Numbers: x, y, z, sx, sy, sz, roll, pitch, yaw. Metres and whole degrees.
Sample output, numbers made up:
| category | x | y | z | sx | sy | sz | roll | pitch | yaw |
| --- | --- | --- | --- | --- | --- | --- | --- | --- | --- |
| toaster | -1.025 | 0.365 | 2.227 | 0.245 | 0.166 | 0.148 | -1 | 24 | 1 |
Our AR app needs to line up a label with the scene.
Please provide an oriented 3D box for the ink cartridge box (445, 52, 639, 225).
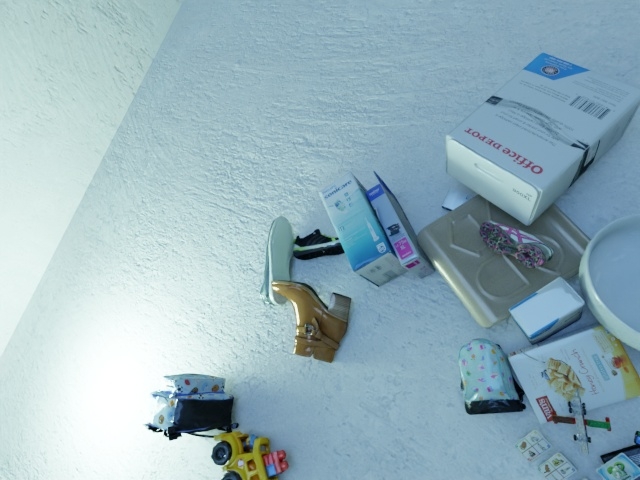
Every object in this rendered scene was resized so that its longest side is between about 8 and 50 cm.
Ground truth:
| category | x | y | z | sx | sy | sz | roll | pitch | yaw |
| --- | --- | --- | --- | --- | --- | --- | --- | --- | --- |
| ink cartridge box | 0.570 | -0.276 | 1.105 | 0.395 | 0.166 | 0.285 | -40 | 57 | -10 |

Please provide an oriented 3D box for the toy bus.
| category | x | y | z | sx | sy | sz | roll | pitch | yaw |
| --- | --- | --- | --- | --- | --- | --- | --- | --- | --- |
| toy bus | -0.206 | 0.678 | 1.282 | 0.211 | 0.149 | 0.220 | -27 | 59 | 3 |

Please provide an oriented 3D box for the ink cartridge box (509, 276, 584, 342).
| category | x | y | z | sx | sy | sz | roll | pitch | yaw |
| --- | --- | --- | --- | --- | --- | --- | --- | --- | --- |
| ink cartridge box | 0.546 | 0.178 | 1.008 | 0.139 | 0.190 | 0.082 | -37 | 59 | 12 |

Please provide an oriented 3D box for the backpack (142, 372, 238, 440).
| category | x | y | z | sx | sy | sz | roll | pitch | yaw |
| --- | --- | --- | --- | --- | --- | --- | --- | --- | --- |
| backpack | -0.453 | 0.550 | 1.390 | 0.263 | 0.276 | 0.213 | -16 | 61 | 30 |

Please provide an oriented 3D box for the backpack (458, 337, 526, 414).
| category | x | y | z | sx | sy | sz | roll | pitch | yaw |
| --- | --- | --- | --- | --- | --- | --- | --- | --- | --- |
| backpack | 0.425 | 0.344 | 1.064 | 0.151 | 0.115 | 0.182 | -15 | 64 | 26 |

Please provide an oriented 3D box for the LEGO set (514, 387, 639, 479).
| category | x | y | z | sx | sy | sz | roll | pitch | yaw |
| --- | --- | --- | --- | --- | --- | --- | --- | --- | --- |
| LEGO set | 0.596 | 0.465 | 0.939 | 0.182 | 0.060 | 0.244 | 45 | 122 | 26 |

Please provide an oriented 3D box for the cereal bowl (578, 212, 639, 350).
| category | x | y | z | sx | sy | sz | roll | pitch | yaw |
| --- | --- | --- | --- | --- | --- | --- | --- | --- | --- |
| cereal bowl | 0.751 | 0.109 | 0.925 | 0.338 | 0.141 | 0.339 | -4 | 59 | 7 |

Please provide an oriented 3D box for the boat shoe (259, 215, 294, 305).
| category | x | y | z | sx | sy | sz | roll | pitch | yaw |
| --- | --- | --- | --- | --- | --- | --- | --- | --- | --- |
| boat shoe | -0.165 | 0.070 | 1.474 | 0.099 | 0.116 | 0.320 | -13 | 68 | 41 |

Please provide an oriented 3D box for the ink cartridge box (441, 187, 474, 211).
| category | x | y | z | sx | sy | sz | roll | pitch | yaw |
| --- | --- | --- | --- | --- | --- | --- | --- | --- | --- |
| ink cartridge box | 0.433 | -0.108 | 1.261 | 0.115 | 0.029 | 0.063 | 26 | 87 | 25 |

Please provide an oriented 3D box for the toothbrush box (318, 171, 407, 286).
| category | x | y | z | sx | sy | sz | roll | pitch | yaw |
| --- | --- | --- | --- | --- | --- | --- | --- | --- | --- |
| toothbrush box | 0.137 | -0.031 | 1.285 | 0.126 | 0.216 | 0.296 | -30 | 62 | 16 |

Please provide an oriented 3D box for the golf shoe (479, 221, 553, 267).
| category | x | y | z | sx | sy | sz | roll | pitch | yaw |
| --- | --- | --- | --- | --- | --- | --- | --- | --- | --- |
| golf shoe | 0.498 | 0.005 | 1.069 | 0.186 | 0.085 | 0.068 | 39 | 134 | 38 |

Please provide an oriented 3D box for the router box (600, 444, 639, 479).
| category | x | y | z | sx | sy | sz | roll | pitch | yaw |
| --- | --- | --- | --- | --- | --- | --- | --- | --- | --- |
| router box | 0.726 | 0.502 | 0.887 | 0.178 | 0.046 | 0.133 | -29 | 62 | 17 |

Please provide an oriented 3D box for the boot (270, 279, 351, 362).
| category | x | y | z | sx | sy | sz | roll | pitch | yaw |
| --- | --- | --- | --- | --- | --- | --- | --- | --- | --- |
| boot | -0.053 | 0.253 | 1.340 | 0.283 | 0.109 | 0.220 | 16 | 87 | 6 |

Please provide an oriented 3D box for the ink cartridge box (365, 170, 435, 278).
| category | x | y | z | sx | sy | sz | roll | pitch | yaw |
| --- | --- | --- | --- | --- | --- | --- | --- | --- | --- |
| ink cartridge box | 0.231 | -0.046 | 1.257 | 0.065 | 0.185 | 0.311 | -30 | 61 | 19 |

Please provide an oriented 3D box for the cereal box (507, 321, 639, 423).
| category | x | y | z | sx | sy | sz | roll | pitch | yaw |
| --- | --- | --- | --- | --- | --- | --- | --- | --- | --- |
| cereal box | 0.600 | 0.314 | 0.992 | 0.240 | 0.047 | 0.173 | -27 | 82 | 17 |

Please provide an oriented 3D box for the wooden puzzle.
| category | x | y | z | sx | sy | sz | roll | pitch | yaw |
| --- | --- | --- | --- | --- | --- | --- | --- | --- | --- |
| wooden puzzle | 0.493 | 0.022 | 1.137 | 0.347 | 0.080 | 0.322 | -34 | 62 | 4 |

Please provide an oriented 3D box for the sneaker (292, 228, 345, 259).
| category | x | y | z | sx | sy | sz | roll | pitch | yaw |
| --- | --- | --- | --- | --- | --- | --- | --- | --- | --- |
| sneaker | 0.000 | 0.000 | 1.426 | 0.234 | 0.084 | 0.097 | -10 | 67 | 25 |
